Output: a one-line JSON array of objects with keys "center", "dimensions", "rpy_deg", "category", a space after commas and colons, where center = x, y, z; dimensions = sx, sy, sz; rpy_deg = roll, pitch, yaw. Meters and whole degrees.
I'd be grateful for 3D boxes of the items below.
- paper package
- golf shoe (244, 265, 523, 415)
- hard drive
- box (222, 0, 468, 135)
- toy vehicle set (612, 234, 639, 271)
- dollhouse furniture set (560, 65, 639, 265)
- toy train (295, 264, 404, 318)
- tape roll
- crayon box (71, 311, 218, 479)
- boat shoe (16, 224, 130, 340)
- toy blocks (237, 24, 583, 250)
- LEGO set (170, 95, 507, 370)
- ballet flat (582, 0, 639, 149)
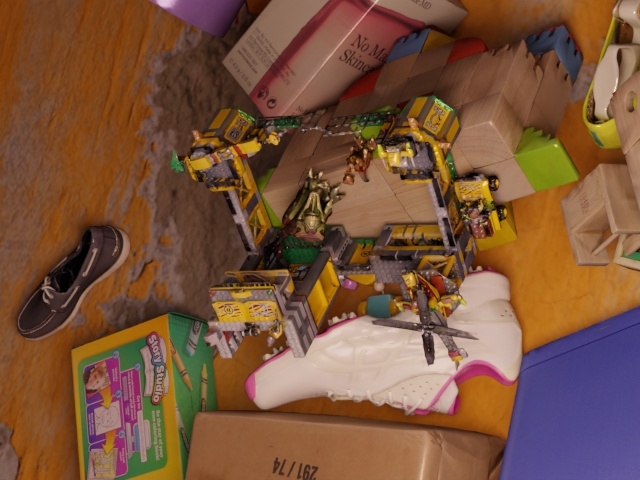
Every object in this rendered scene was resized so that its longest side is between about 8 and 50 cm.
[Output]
[{"center": [0.016, 0.341, 1.885], "dimensions": [0.324, 0.168, 0.310], "rpy_deg": [-1, 75, 38], "category": "paper package"}, {"center": [0.071, 0.136, 1.890], "dimensions": [0.306, 0.115, 0.140], "rpy_deg": [-21, 80, 6], "category": "golf shoe"}, {"center": [0.267, 0.189, 1.698], "dimensions": [0.210, 0.040, 0.319], "rpy_deg": [-25, 27, 30], "category": "hard drive"}, {"center": [0.028, -0.234, 2.050], "dimensions": [0.232, 0.148, 0.127], "rpy_deg": [-49, 54, 17], "category": "box"}, {"center": [0.431, -0.027, 1.753], "dimensions": [0.267, 0.035, 0.166], "rpy_deg": [14, 86, 39], "category": "toy vehicle set"}, {"center": [0.337, -0.071, 1.759], "dimensions": [0.184, 0.129, 0.129], "rpy_deg": [131, 134, -55], "category": "dollhouse furniture set"}, {"center": [0.043, 0.072, 2.023], "dimensions": [0.125, 0.046, 0.166], "rpy_deg": [-51, 53, 24], "category": "toy train"}, {"center": [-0.182, -0.334, 2.215], "dimensions": [0.189, 0.189, 0.080], "rpy_deg": [38, 101, 38], "category": "tape roll"}, {"center": [-0.206, 0.242, 2.139], "dimensions": [0.165, 0.081, 0.278], "rpy_deg": [-21, 65, 32], "category": "crayon box"}, {"center": [-0.336, 0.051, 2.304], "dimensions": [0.206, 0.065, 0.075], "rpy_deg": [-43, 56, 21], "category": "boat shoe"}, {"center": [0.115, -0.129, 1.916], "dimensions": [0.381, 0.191, 0.261], "rpy_deg": [-17, 32, 33], "category": "toy blocks"}, {"center": [0.000, 0.000, 1.756], "dimensions": [0.331, 0.255, 0.192], "rpy_deg": [5, 38, 21], "category": "LEGO set"}, {"center": [0.328, -0.208, 1.857], "dimensions": [0.077, 0.077, 0.231], "rpy_deg": [17, 88, 39], "category": "ballet flat"}]
